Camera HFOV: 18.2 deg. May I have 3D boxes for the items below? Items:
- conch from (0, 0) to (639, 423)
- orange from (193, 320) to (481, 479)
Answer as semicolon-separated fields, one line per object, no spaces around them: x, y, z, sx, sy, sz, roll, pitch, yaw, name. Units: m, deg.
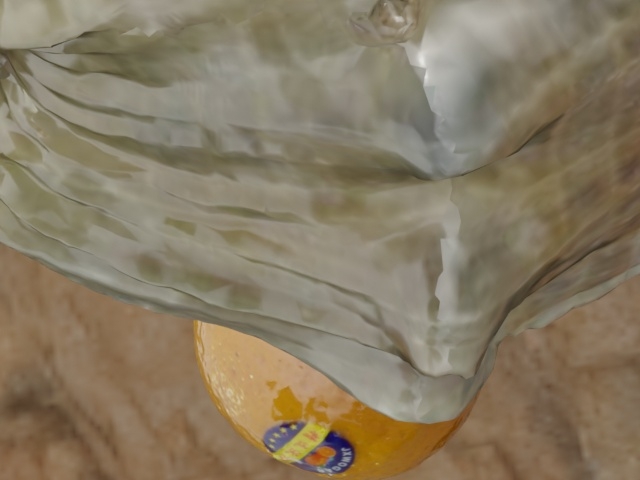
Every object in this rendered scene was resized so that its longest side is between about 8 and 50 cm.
-0.001;-0.121;0.378;0.352;0.210;0.297;-35;91;6;conch
0.015;0.063;1.401;0.193;0.219;0.219;-39;63;57;orange
